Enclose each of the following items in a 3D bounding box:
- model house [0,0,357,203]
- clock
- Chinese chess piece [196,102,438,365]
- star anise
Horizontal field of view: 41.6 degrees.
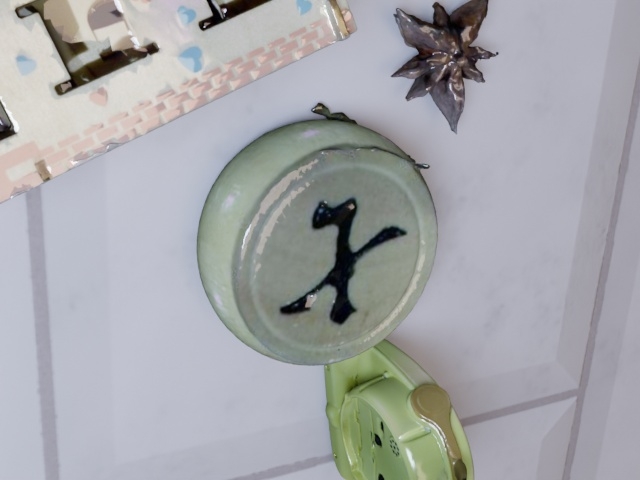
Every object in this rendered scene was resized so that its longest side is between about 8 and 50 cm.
[{"bbox_3d":[-0.163,-0.191,0.571,0.326,0.169,0.244,-30,114,-18],"label":"model house"},{"bbox_3d":[0.084,0.206,0.815,0.069,0.232,0.170,-15,115,-24],"label":"clock"},{"bbox_3d":[0.000,0.000,0.771,0.238,0.092,0.237,-10,113,-25],"label":"Chinese chess piece"},{"bbox_3d":[0.121,-0.163,0.794,0.124,0.056,0.129,-17,117,-23],"label":"star anise"}]
